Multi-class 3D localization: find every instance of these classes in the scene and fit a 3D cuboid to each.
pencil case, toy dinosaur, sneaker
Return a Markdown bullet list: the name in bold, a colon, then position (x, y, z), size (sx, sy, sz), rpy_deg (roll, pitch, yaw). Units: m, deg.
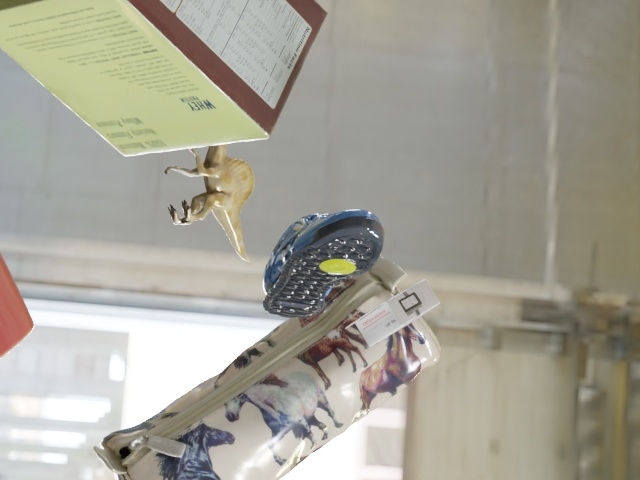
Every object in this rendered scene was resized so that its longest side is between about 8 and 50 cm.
- **pencil case**: position (-0.056, 0.183, 2.003), size (0.160, 0.410, 0.183), rpy_deg (51, -5, 26)
- **toy dinosaur**: position (-0.108, -0.044, 1.815), size (0.053, 0.093, 0.183), rpy_deg (27, -48, 56)
- **sneaker**: position (0.000, 0.000, 1.514), size (0.209, 0.069, 0.082), rpy_deg (134, -34, -62)

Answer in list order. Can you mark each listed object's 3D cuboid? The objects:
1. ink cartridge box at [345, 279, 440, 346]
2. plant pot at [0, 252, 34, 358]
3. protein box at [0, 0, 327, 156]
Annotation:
- **ink cartridge box**: position (0.066, 0.069, 1.600), size (0.048, 0.083, 0.028), rpy_deg (-37, -97, 40)
- **plant pot**: position (-0.499, 0.065, 2.133), size (0.243, 0.275, 0.275), rpy_deg (56, -7, -8)
- **protein box**: position (-0.144, -0.190, 1.475), size (0.200, 0.201, 0.136), rpy_deg (-4, -127, 46)
